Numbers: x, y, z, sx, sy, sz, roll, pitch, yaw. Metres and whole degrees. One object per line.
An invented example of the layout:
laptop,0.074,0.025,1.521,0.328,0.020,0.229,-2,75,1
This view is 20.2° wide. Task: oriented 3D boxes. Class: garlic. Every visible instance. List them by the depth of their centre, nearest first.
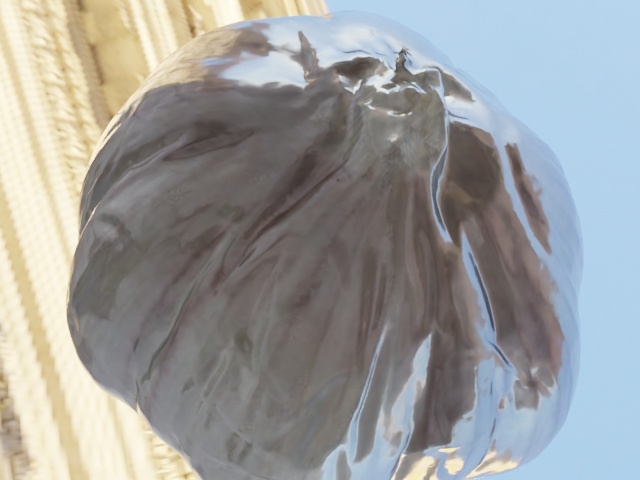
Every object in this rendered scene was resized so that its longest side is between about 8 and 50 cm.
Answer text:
garlic,0.000,0.000,1.018,0.317,0.259,0.317,13,-128,-18
